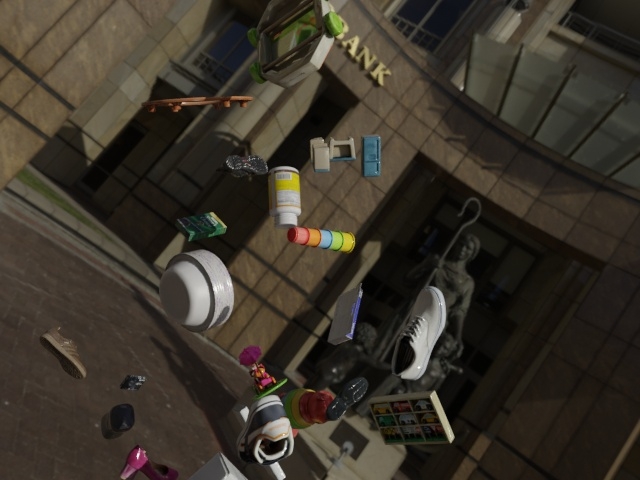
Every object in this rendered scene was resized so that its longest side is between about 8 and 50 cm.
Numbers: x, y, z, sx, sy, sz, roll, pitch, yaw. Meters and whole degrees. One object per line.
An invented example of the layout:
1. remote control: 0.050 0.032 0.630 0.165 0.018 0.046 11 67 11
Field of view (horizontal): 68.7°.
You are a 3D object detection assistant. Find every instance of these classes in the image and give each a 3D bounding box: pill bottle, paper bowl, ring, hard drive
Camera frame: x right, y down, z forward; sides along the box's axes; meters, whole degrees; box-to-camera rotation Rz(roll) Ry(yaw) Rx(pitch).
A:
1. pill bottle: -0.133 -0.156 1.732 0.117 0.215 0.117 -3 -12 -1
2. paper bowl: -0.447 0.181 1.627 0.284 0.284 0.148 33 26 28
3. ring: -0.377 -0.420 1.448 0.336 0.337 0.032 24 -60 58
4. hard drive: -0.256 0.818 1.909 0.307 0.040 0.203 59 -24 4

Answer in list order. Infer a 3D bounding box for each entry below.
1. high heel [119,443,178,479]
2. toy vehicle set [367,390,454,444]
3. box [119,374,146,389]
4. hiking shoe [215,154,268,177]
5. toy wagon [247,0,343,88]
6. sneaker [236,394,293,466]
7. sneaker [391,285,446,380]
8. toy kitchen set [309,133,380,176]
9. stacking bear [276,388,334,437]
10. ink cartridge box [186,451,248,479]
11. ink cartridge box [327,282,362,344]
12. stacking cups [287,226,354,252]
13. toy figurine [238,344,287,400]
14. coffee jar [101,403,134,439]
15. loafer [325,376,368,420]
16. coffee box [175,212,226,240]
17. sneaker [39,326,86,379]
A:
1. high heel: -0.590 0.799 1.678 0.244 0.117 0.082 34 -7 -39
2. toy vehicle set: 0.297 0.599 1.571 0.267 0.035 0.166 -24 -91 41
3. box: -0.788 0.598 1.966 0.083 0.067 0.018 27 17 -46
4. hiking shoe: -0.333 -0.314 2.004 0.227 0.086 0.114 1 -13 -45
5. toy wagon: -0.073 -0.571 1.219 0.267 0.344 0.068 -20 -24 32
6. sneaker: -0.158 0.575 1.311 0.127 0.126 0.321 57 -33 39
7. sneaker: 0.254 0.245 1.218 0.094 0.258 0.091 16 4 43
8. toy kitchen set: 0.078 -0.223 1.333 0.166 0.207 0.122 -104 -170 -67
9. stacking bear: -0.058 0.657 1.823 0.175 0.164 0.289 41 -44 -22
10. ink cartridge box: -0.313 0.879 1.513 0.307 0.223 0.129 58 -16 -25
11. ink cartridge box: 0.116 0.311 1.960 0.045 0.223 0.224 23 -28 -14
12. stacking cups: 0.000 0.000 1.928 0.316 0.096 0.096 4 17 -42
13. toy figurine: -0.207 0.423 1.543 0.159 0.130 0.173 60 -18 8
14. coffee jar: -0.716 0.639 1.654 0.079 0.096 0.184 2 -28 -36
15. loafer: 0.075 0.474 1.405 0.062 0.170 0.061 49 -31 15
16. coffee box: -0.502 -0.061 1.971 0.184 0.040 0.113 -15 50 -46
17. sneaker: -0.798 0.353 1.487 0.188 0.066 0.071 56 28 -14
